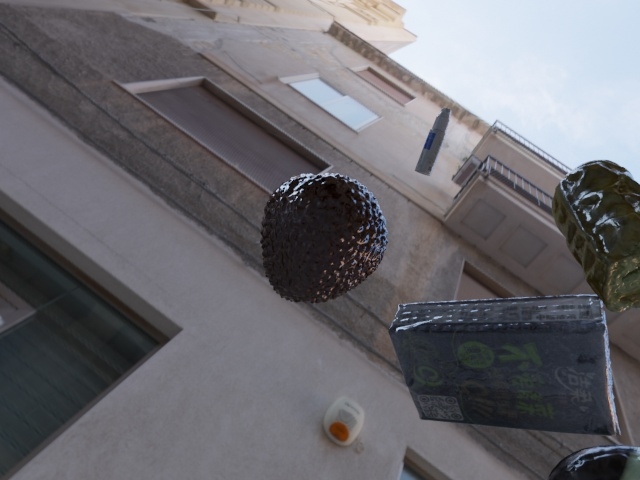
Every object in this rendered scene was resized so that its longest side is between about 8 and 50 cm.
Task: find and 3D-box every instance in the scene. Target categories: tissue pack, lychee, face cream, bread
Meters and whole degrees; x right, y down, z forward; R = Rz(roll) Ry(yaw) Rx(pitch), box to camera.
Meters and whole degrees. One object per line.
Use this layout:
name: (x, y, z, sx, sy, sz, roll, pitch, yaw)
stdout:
tissue pack: (0.367, 0.258, 0.979, 0.394, 0.124, 0.288, -7, -60, 29)
lychee: (0.001, -0.007, 0.684, 0.194, 0.194, 0.194, 8, -66, 19)
face cream: (0.221, -0.191, 0.928, 0.034, 0.034, 0.130, 22, -84, 13)
bread: (0.470, -0.026, 0.783, 0.130, 0.267, 0.152, 24, -54, -15)

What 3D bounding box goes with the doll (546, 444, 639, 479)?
doll: (0.291, 0.294, 0.421, 0.135, 0.143, 0.234, 2, -85, -21)
